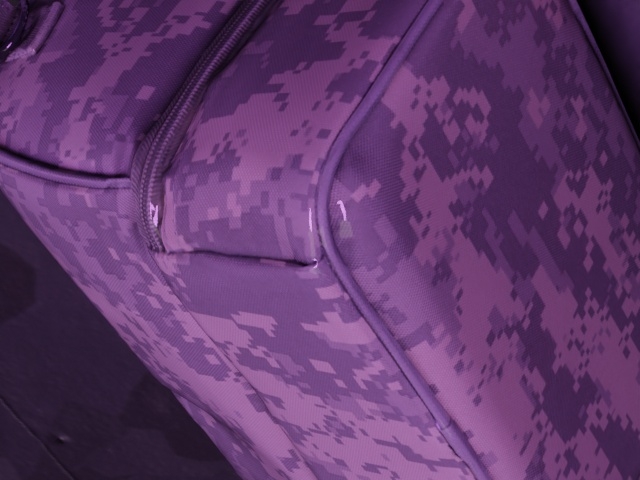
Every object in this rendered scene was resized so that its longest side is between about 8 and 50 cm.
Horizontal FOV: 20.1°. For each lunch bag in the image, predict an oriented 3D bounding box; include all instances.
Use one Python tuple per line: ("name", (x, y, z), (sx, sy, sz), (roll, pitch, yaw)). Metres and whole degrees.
("lunch bag", (0.000, 0.000, 0.835), (0.256, 0.213, 0.305), (2, 140, 38))
